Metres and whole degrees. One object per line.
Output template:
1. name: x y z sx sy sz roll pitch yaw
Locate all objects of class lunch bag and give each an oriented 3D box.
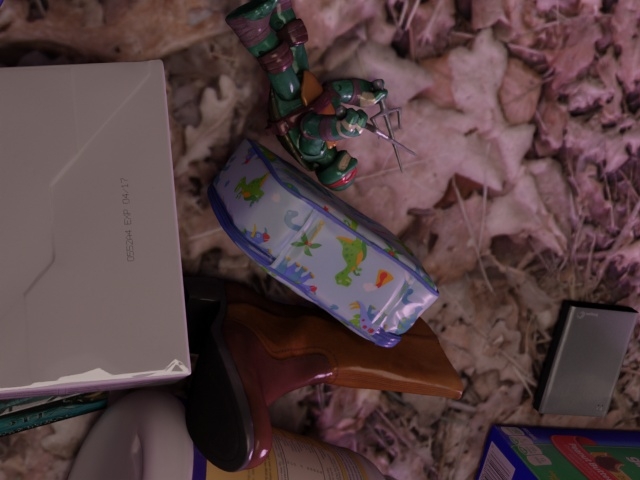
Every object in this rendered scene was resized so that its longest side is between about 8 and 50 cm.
1. lunch bag: 0.000 0.000 1.241 0.219 0.176 0.090 34 100 -27

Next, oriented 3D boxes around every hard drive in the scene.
1. hard drive: 0.305 0.137 1.498 0.094 0.022 0.135 6 107 -23

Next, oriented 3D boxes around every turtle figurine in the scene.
1. turtle figurine: 0.001 -0.129 1.211 0.118 0.175 0.234 -27 110 10

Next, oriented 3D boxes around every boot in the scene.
1. boot: 0.005 0.137 1.248 0.280 0.264 0.096 11 110 -23

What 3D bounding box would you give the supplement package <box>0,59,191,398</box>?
1. supplement package: -0.227 -0.002 1.095 0.204 0.145 0.261 -4 81 -12

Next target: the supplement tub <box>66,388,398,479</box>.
1. supplement tub: -0.072 0.301 1.290 0.331 0.241 0.241 21 101 -26

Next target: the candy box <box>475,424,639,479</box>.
1. candy box: 0.370 0.328 1.458 0.317 0.268 0.122 8 111 -24

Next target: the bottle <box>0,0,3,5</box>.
1. bottle: -0.390 -0.251 1.036 0.283 0.092 0.118 25 99 -27

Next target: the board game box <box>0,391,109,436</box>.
1. board game box: -0.292 0.161 1.223 0.186 0.126 0.026 -15 77 -15
